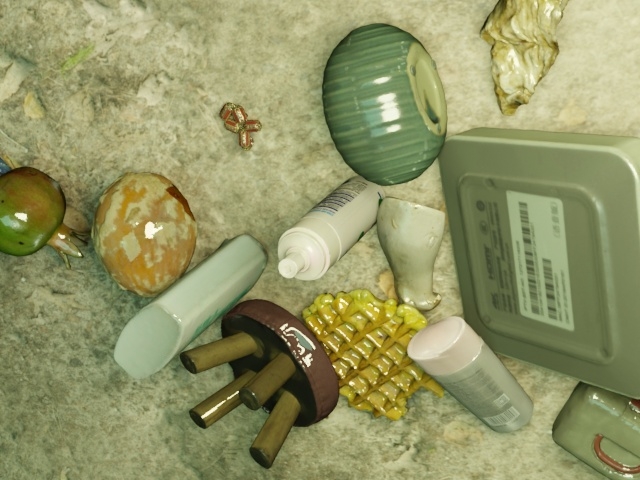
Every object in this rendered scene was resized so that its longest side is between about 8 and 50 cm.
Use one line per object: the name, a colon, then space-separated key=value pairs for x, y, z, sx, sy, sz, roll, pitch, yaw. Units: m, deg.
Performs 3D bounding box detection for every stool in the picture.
stool: x=-0.116 y=0.260 z=1.640 sx=0.272 sy=0.178 sz=0.272 roll=27 pitch=136 yaw=29

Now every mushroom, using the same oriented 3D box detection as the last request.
mushroom: x=0.146 y=0.022 z=1.493 sx=0.116 sy=0.093 sz=0.225 roll=20 pitch=124 yaw=29

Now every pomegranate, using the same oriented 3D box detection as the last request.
pomegranate: x=-0.561 y=-0.039 z=1.778 sx=0.224 sy=0.181 sz=0.181 roll=34 pitch=125 yaw=-16

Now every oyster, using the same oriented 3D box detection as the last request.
oyster: x=0.301 y=-0.331 z=1.243 sx=0.110 sy=0.166 sz=0.341 roll=26 pitch=138 yaw=4

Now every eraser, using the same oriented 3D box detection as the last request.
eraser: x=-0.227 y=0.111 z=1.600 sx=0.104 sy=0.290 sz=0.189 roll=48 pitch=126 yaw=-1

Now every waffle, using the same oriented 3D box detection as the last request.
waffle: x=0.095 y=0.208 z=1.593 sx=0.300 sy=0.058 sz=0.282 roll=-16 pitch=113 yaw=43

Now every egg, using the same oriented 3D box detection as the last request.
egg: x=-0.319 y=-0.012 z=1.644 sx=0.195 sy=0.195 sz=0.233 roll=-19 pitch=78 yaw=31

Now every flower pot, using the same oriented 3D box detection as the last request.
flower pot: x=0.100 y=-0.205 z=1.354 sx=0.157 sy=0.189 sz=0.243 roll=-13 pitch=95 yaw=37

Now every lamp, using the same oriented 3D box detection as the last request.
lamp: x=-0.143 y=-0.205 z=1.574 sx=0.083 sy=0.031 sz=0.063 roll=41 pitch=122 yaw=9

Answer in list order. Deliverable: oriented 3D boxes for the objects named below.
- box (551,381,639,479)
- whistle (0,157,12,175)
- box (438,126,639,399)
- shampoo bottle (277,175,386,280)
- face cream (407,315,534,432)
box: x=0.488 y=0.301 z=1.428 sx=0.210 sy=0.129 sz=0.148 roll=32 pitch=122 yaw=10
whistle: x=-0.754 y=-0.231 z=1.843 sx=0.304 sy=0.062 sz=0.062 roll=47 pitch=123 yaw=1
box: x=0.334 y=0.023 z=1.315 sx=0.373 sy=0.090 sz=0.367 roll=12 pitch=119 yaw=53
shampoo bottle: x=0.014 y=-0.015 z=1.416 sx=0.092 sy=0.303 sz=0.092 roll=10 pitch=115 yaw=21
face cream: x=0.253 y=0.223 z=1.465 sx=0.107 sy=0.073 sz=0.269 roll=-32 pitch=129 yaw=18
